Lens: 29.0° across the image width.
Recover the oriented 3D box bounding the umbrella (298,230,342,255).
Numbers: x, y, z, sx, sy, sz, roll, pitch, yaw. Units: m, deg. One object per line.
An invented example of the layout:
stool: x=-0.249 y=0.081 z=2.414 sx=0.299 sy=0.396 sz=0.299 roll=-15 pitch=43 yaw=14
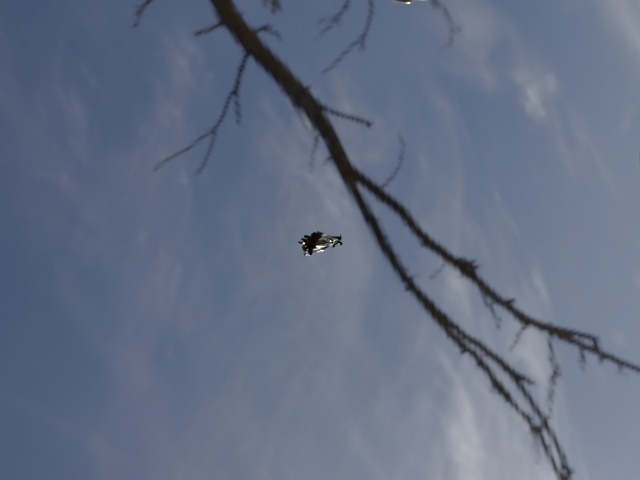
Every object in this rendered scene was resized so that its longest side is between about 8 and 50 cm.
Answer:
umbrella: x=0.002 y=0.001 z=1.278 sx=0.020 sy=0.031 sz=0.083 roll=38 pitch=-164 yaw=24

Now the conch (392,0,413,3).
conch: x=0.095 y=-0.334 z=1.400 sx=0.094 sy=0.104 sz=0.176 roll=50 pitch=-179 yaw=36
